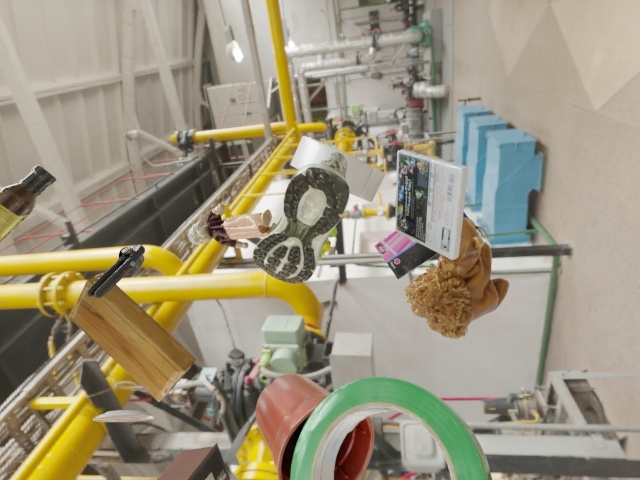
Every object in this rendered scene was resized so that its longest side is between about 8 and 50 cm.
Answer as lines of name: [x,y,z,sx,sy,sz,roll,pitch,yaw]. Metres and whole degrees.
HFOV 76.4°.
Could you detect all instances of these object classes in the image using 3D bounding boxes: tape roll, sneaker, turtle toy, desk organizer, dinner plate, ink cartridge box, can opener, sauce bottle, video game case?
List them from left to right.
sauce bottle: [-0.968,-0.089,1.248,0.344,0.112,0.111,-52,-25,-17]
can opener: [-0.509,0.077,1.031,0.073,0.059,0.186,66,-151,-29]
dinner plate: [-0.493,0.443,1.028,0.141,0.142,0.017,69,-164,-61]
desk organizer: [-0.151,0.272,0.416,0.130,0.050,0.047,-31,-77,-72]
sneaker: [-0.029,-0.046,0.982,0.410,0.158,0.182,-54,4,43]
turtle toy: [0.000,0.000,1.310,0.095,0.130,0.066,49,-157,4]
tape roll: [0.055,-0.220,1.265,0.100,0.287,0.286,-65,-6,9]
tape roll: [0.108,0.393,0.662,0.077,0.322,0.320,44,-140,-51]
ink cartridge box: [0.418,-0.014,1.652,0.175,0.371,0.069,55,-165,7]
video game case: [0.219,-0.077,0.833,0.173,0.022,0.190,34,136,50]

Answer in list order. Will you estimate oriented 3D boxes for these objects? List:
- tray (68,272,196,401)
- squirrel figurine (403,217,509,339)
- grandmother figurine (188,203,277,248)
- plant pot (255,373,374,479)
tray: [-0.613,0.316,1.316,0.202,0.411,0.076,-49,-3,29]
squirrel figurine: [0.473,0.126,1.420,0.397,0.281,0.370,-49,-39,-30]
grandmother figurine: [-0.338,-0.042,1.498,0.104,0.343,0.207,-63,-40,-57]
plant pot: [-0.040,0.509,1.116,0.265,0.273,0.271,13,111,61]
